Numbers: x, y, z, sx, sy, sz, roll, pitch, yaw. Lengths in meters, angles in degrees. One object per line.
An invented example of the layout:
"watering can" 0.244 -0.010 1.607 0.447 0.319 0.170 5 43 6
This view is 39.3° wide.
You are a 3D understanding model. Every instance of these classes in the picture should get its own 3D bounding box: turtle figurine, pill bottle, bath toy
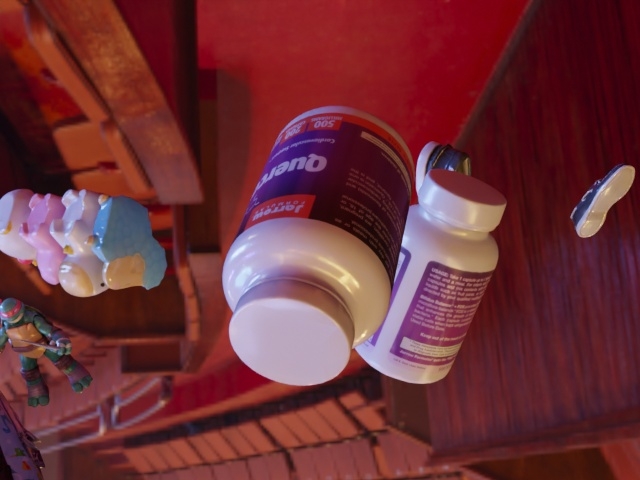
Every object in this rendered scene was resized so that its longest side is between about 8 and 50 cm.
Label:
"turtle figurine" -0.479 0.172 1.472 0.175 0.118 0.234 -9 133 13
"pill bottle" 0.169 0.052 1.362 0.169 0.301 0.169 17 -157 -7
"bath toy" -0.372 0.003 1.337 0.348 0.151 0.129 7 164 45
"pill bottle" 0.000 0.000 1.004 0.182 0.323 0.181 7 130 9

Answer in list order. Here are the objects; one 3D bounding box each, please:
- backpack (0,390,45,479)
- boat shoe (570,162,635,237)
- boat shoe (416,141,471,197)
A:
"backpack" -0.626 0.382 1.530 0.290 0.355 0.273 -38 163 1
"boat shoe" 0.383 -0.061 1.225 0.046 0.038 0.125 1 133 -22
"boat shoe" 0.249 -0.047 1.762 0.091 0.114 0.302 20 138 35
